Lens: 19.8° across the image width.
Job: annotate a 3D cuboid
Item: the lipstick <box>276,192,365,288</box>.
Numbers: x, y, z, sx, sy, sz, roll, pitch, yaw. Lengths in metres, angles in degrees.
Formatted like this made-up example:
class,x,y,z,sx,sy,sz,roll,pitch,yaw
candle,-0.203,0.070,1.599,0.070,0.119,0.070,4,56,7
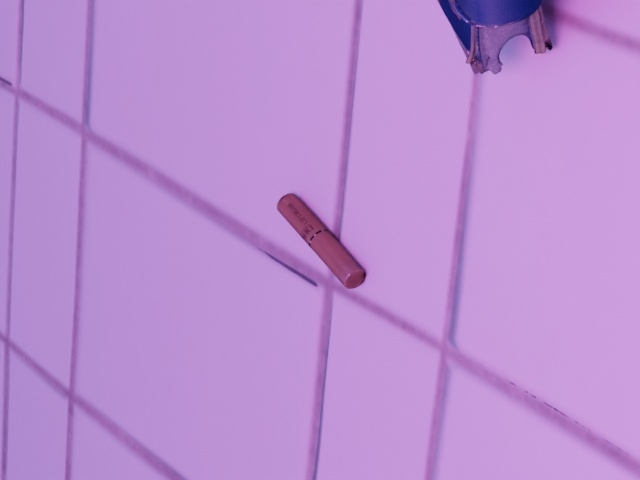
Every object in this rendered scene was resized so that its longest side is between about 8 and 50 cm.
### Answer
class,x,y,z,sx,sy,sz,roll,pitch,yaw
lipstick,0.000,0.000,1.310,0.094,0.019,0.019,48,134,38

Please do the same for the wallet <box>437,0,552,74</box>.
class,x,y,z,sx,sy,sz,roll,pitch,yaw
wallet,0.080,-0.189,1.026,0.202,0.059,0.141,72,173,-66
